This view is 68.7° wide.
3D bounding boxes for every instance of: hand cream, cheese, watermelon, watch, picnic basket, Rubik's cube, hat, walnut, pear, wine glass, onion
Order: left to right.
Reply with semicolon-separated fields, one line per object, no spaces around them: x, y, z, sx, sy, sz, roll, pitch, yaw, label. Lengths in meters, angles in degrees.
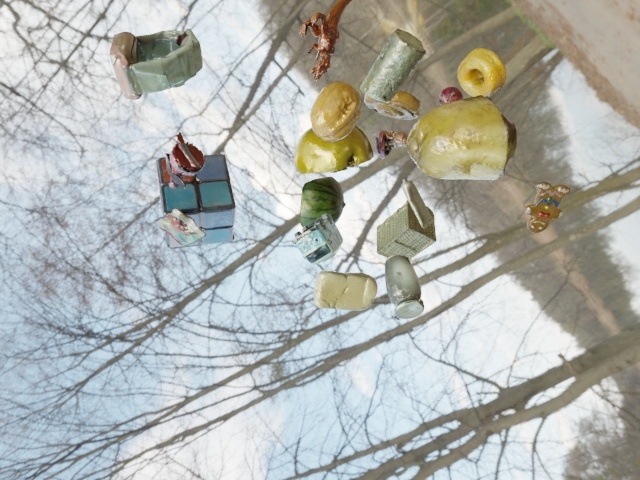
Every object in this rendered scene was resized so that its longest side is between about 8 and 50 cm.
-0.473;-0.536;1.395;0.162;0.241;0.254;90;169;-47;watch
-0.511;-0.260;1.688;0.140;0.227;0.129;40;-135;-11;hat
-0.566;-0.176;2.144;0.318;0.313;0.316;-8;-117;-17;Rubik's cube
0.026;-0.175;2.394;0.330;0.189;0.331;-35;-50;-56;watermelon
0.044;-0.407;1.992;0.386;0.340;0.192;20;125;62;pear
0.050;-0.416;1.520;0.159;0.207;0.159;29;164;9;walnut
0.103;0.201;1.903;0.262;0.159;0.093;8;-171;-15;cheese
0.269;0.150;1.524;0.111;0.111;0.205;37;-147;-37;wine glass
0.311;-0.037;1.717;0.134;0.196;0.154;22;-130;-20;picnic basket
0.298;-0.118;1.452;0.057;0.037;0.165;-31;-85;-33;hand cream
0.589;-0.642;2.110;0.107;0.107;0.097;54;177;3;onion

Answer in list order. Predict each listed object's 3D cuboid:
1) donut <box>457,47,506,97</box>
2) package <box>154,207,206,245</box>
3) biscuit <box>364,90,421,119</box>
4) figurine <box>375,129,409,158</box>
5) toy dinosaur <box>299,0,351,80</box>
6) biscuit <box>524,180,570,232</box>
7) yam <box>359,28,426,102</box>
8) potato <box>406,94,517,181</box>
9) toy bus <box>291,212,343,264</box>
0.457;-0.474;1.344;0.152;0.058;0.152;47;166;16;donut
-0.551;-0.044;1.833;0.166;0.231;0.040;46;-127;-23;package
0.355;-0.671;2.319;0.296;0.102;0.296;18;-178;-1;biscuit
0.316;-0.445;2.082;0.126;0.156;0.114;39;-153;-54;figurine
0.028;-0.874;1.908;0.208;0.433;0.097;3;-149;-45;toy dinosaur
0.817;-0.113;1.702;0.138;0.205;0.031;9;-146;-3;biscuit
0.192;-0.464;1.276;0.107;0.194;0.107;20;-136;-20;yam
0.346;-0.258;1.221;0.242;0.242;0.286;40;-159;-32;potato
0.000;0.000;1.902;0.165;0.133;0.271;57;-162;-4;toy bus
